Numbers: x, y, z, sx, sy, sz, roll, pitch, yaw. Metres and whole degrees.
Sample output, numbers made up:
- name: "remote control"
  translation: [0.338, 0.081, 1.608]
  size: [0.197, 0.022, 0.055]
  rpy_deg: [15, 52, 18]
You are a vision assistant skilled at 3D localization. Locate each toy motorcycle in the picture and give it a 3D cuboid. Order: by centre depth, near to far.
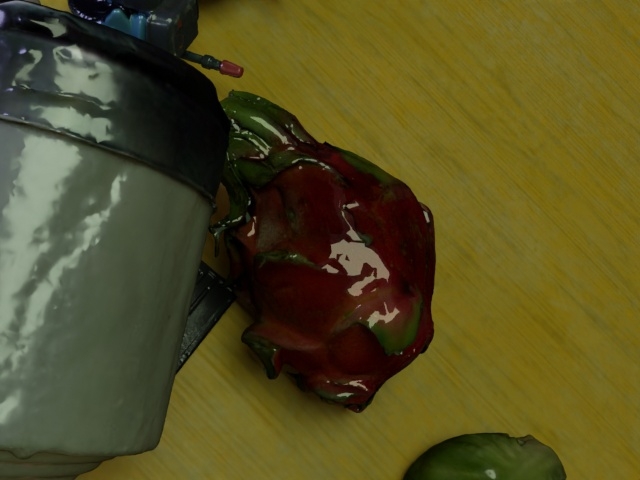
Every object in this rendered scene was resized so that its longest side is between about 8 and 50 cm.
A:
- name: "toy motorcycle"
  translation: [-0.121, -0.273, 0.736]
  size: [0.182, 0.123, 0.272]
  rpy_deg: [20, 57, 10]

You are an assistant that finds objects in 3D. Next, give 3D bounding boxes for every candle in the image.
- name: "candle"
  translation: [-0.192, 0.031, 0.489]
  size: [0.221, 0.221, 0.342]
  rpy_deg: [14, 81, -18]

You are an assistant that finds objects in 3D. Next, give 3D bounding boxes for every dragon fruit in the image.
- name: "dragon fruit"
  translation: [-0.016, 0.014, 0.626]
  size: [0.269, 0.198, 0.200]
  rpy_deg: [32, 85, -8]

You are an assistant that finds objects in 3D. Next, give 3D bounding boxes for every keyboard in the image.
- name: "keyboard"
  translation: [-0.130, 0.083, 0.630]
  size: [0.053, 0.010, 0.155]
  rpy_deg: [41, 58, -4]

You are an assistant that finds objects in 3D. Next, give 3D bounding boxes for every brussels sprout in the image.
- name: "brussels sprout"
  translation: [0.144, 0.231, 0.645]
  size: [0.181, 0.100, 0.139]
  rpy_deg: [-36, 66, -21]

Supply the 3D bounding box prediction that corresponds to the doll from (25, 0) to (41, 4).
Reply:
- name: "doll"
  translation: [-0.348, -0.249, 0.630]
  size: [0.160, 0.094, 0.365]
  rpy_deg: [-24, 80, -34]
